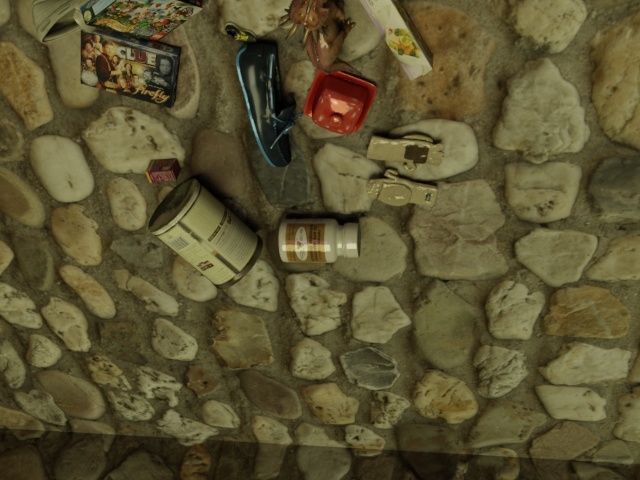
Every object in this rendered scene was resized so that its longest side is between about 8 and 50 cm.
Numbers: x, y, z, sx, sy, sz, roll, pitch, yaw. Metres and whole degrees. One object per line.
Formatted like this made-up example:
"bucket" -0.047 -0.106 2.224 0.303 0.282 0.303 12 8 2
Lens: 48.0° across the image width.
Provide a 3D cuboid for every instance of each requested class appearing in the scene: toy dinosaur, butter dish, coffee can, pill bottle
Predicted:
"toy dinosaur" -0.002 -0.463 1.619 0.127 0.200 0.296 -10 131 19
"butter dish" 0.044 -0.327 1.798 0.159 0.118 0.160 18 133 -8
"coffee can" -0.333 -0.018 2.101 0.201 0.202 0.275 -27 123 31
"pill bottle" 0.000 0.000 2.110 0.229 0.131 0.131 0 133 9

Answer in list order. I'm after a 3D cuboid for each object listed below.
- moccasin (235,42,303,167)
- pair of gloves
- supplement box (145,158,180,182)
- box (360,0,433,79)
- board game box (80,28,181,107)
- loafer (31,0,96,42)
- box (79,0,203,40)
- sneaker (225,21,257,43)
"moccasin" -0.116 -0.330 1.813 0.116 0.138 0.342 -8 133 11
"pair of gloves" 0.225 -0.192 1.951 0.204 0.042 0.240 2 136 3
"supplement box" -0.449 -0.199 2.050 0.083 0.055 0.043 -2 134 12
"box" 0.156 -0.514 1.637 0.063 0.067 0.324 -23 125 27
"board game box" -0.485 -0.444 1.829 0.243 0.042 0.165 14 134 -4
"loafer" -0.535 -0.542 1.681 0.319 0.112 0.112 -10 172 24
"box" -0.400 -0.526 1.627 0.159 0.233 0.044 -25 83 29
"sneaker" -0.195 -0.494 1.736 0.083 0.035 0.031 22 134 -11
